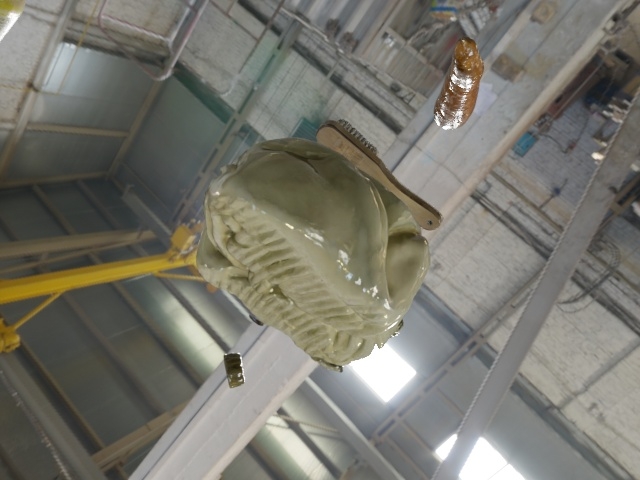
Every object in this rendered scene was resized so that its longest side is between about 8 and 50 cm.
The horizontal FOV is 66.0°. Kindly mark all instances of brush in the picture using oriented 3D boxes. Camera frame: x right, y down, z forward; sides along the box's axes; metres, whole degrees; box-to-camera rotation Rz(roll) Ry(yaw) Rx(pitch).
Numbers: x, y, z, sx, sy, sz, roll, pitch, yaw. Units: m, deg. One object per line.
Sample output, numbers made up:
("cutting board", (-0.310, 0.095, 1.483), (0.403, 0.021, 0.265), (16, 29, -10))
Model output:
("brush", (0.133, -0.143, 1.039), (0.327, 0.070, 0.065), (39, -130, -8))

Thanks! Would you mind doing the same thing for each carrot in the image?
("carrot", (0.191, -0.210, 0.674), (0.059, 0.059, 0.248), (42, -179, 11))

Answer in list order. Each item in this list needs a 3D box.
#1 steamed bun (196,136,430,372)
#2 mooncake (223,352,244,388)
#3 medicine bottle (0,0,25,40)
("steamed bun", (0.000, 0.000, 0.729), (0.347, 0.394, 0.237), (12, -128, 31))
("mooncake", (-0.144, 0.078, 0.886), (0.057, 0.346, 0.150), (10, 177, -19))
("medicine bottle", (-0.576, -0.440, 0.854), (0.122, 0.212, 0.122), (43, -154, -27))
